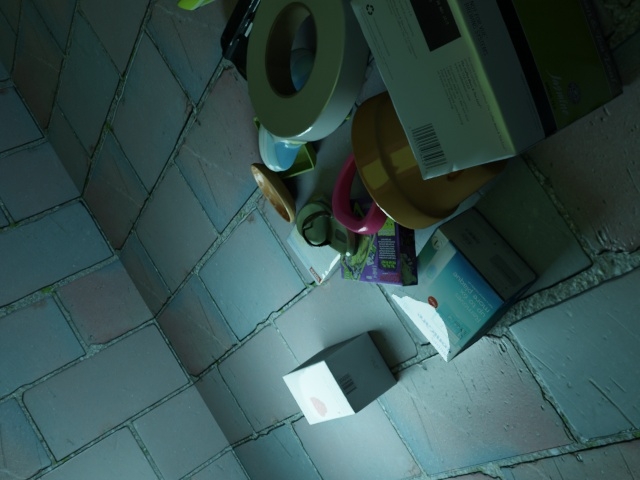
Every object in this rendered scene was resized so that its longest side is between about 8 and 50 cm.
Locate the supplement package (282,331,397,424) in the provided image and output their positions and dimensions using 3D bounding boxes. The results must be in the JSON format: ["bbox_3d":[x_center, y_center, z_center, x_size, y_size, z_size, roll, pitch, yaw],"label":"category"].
[{"bbox_3d":[0.050,0.412,2.288,0.178,0.175,0.293,59,148,3],"label":"supplement package"}]

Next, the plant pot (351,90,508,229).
[{"bbox_3d":[0.230,-0.190,1.523,0.203,0.291,0.291,-24,94,42],"label":"plant pot"}]

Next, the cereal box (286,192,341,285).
[{"bbox_3d":[0.000,0.000,2.170,0.173,0.047,0.240,55,147,13],"label":"cereal box"}]

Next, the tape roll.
[{"bbox_3d":[-0.039,-0.415,1.710,0.392,0.072,0.392,0,90,54],"label":"tape roll"}]

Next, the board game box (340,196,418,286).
[{"bbox_3d":[0.129,-0.001,1.866,0.347,0.056,0.208,-178,88,-68],"label":"board game box"}]

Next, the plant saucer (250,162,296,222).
[{"bbox_3d":[-0.128,-0.141,2.202,0.200,0.037,0.200,52,168,15],"label":"plant saucer"}]

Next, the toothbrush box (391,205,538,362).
[{"bbox_3d":[0.313,0.104,1.744,0.216,0.126,0.296,51,147,17],"label":"toothbrush box"}]

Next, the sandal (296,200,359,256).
[{"bbox_3d":[0.001,-0.030,1.994,0.302,0.086,0.120,-157,59,-63],"label":"sandal"}]

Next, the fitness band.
[{"bbox_3d":[0.098,-0.126,1.804,0.291,0.054,0.209,-141,65,-68],"label":"fitness band"}]

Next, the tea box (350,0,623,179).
[{"bbox_3d":[0.281,-0.321,1.284,0.220,0.323,0.329,-12,103,56],"label":"tea box"}]

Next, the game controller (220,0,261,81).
[{"bbox_3d":[-0.164,-0.538,2.001,0.166,0.067,0.319,45,147,-1],"label":"game controller"}]

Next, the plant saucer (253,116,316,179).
[{"bbox_3d":[-0.086,-0.271,2.089,0.188,0.045,0.189,-10,106,56],"label":"plant saucer"}]

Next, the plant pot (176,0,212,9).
[{"bbox_3d":[-0.274,-0.703,1.874,0.228,0.227,0.207,-17,106,57],"label":"plant pot"}]

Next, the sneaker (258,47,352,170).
[{"bbox_3d":[-0.031,-0.283,1.883,0.208,0.127,0.319,35,124,33],"label":"sneaker"}]

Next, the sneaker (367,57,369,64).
[{"bbox_3d":[0.092,-0.442,1.701,0.216,0.079,0.121,-2,122,55],"label":"sneaker"}]
